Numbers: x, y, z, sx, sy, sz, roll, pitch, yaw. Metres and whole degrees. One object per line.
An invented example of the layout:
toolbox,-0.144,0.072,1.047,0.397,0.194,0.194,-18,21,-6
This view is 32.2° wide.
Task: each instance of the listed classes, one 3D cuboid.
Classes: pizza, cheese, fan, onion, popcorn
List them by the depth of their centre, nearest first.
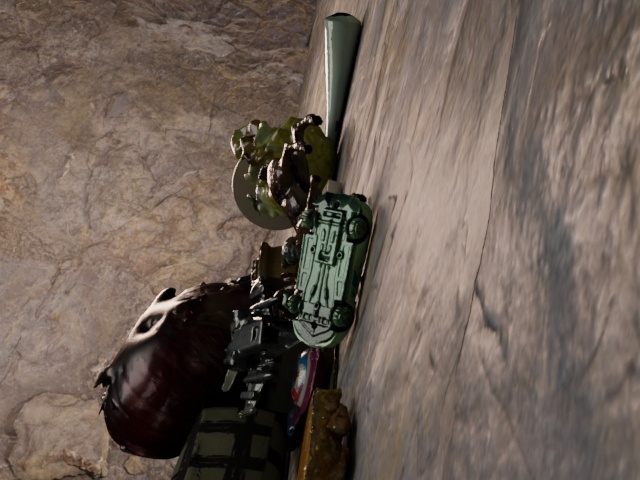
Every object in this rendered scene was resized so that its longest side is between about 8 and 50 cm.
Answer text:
pizza,0.002,0.238,1.139,0.134,0.046,0.175,132,149,-82
cheese,-0.020,0.192,1.435,0.095,0.038,0.145,-86,12,-56
fan,-0.013,0.275,1.451,0.229,0.011,0.335,-115,38,-82
onion,-0.188,0.200,1.672,0.314,0.232,0.314,-55,2,3
popcorn,-0.072,-0.139,1.975,0.198,0.212,0.198,-57,-3,-4

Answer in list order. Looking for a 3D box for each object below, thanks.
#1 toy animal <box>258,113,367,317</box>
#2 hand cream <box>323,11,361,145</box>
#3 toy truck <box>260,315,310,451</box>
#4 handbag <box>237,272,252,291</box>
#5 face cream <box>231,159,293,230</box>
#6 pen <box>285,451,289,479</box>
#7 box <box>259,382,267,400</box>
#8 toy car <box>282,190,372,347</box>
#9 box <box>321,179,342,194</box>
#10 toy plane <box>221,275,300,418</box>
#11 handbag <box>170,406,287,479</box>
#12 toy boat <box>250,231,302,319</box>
toy animal,-0.017,-0.017,1.509,0.260,0.087,0.244,118,143,-52
hand cream,0.022,-0.258,2.035,0.109,0.067,0.321,-96,13,-70
toy truck,-0.048,0.219,1.684,0.088,0.074,0.202,-163,84,-76
handbag,-0.126,0.183,1.964,0.244,0.088,0.275,-17,-51,-66
face cream,-0.086,-0.111,2.200,0.153,0.177,0.177,-111,33,-86
pen,-0.070,0.372,1.769,0.197,0.032,0.053,-87,8,-48
box,-0.102,0.353,1.889,0.120,0.069,0.224,85,-169,-52
toy car,0.013,0.036,1.317,0.058,0.093,0.186,7,-86,-52
box,0.000,0.000,1.815,0.198,0.029,0.109,107,172,-57
toy plane,-0.066,0.124,1.432,0.262,0.088,0.192,143,135,-59
handbag,-0.130,0.449,1.495,0.325,0.162,0.327,-79,-10,-55
toy boat,-0.051,0.065,1.740,0.321,0.121,0.089,110,165,-59
